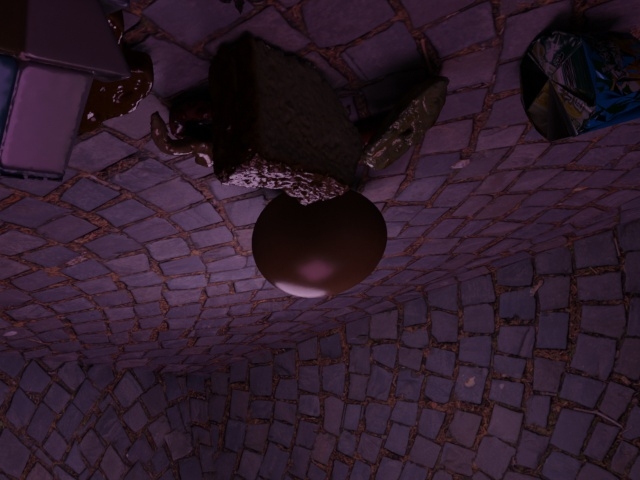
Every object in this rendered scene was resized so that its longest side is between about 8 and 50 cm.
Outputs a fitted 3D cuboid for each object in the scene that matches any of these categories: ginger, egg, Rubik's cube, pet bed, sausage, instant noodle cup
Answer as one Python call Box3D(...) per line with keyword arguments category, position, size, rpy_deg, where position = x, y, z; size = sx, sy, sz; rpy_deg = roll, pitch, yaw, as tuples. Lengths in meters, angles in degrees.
Box3D(category="ginger", position=(-0.249, -0.183, 1.394), size=(0.089, 0.075, 0.288), rpy_deg=(0, 167, 35))
Box3D(category="egg", position=(0.000, 0.000, 1.802), size=(0.374, 0.301, 0.301), rpy_deg=(-3, 157, -29))
Box3D(category="Rubik's cube", position=(-0.451, -0.266, 0.856), size=(0.387, 0.368, 0.358), rpy_deg=(2, -176, -43))
Box3D(category="pet bed", position=(-0.220, -0.235, 1.410), size=(0.201, 0.053, 0.201), rpy_deg=(4, 161, 1))
Box3D(category="sausage", position=(0.133, -0.245, 1.583), size=(0.194, 0.077, 0.077), rpy_deg=(-17, 157, 8))
Box3D(category="instant noodle cup", position=(0.558, -0.333, 1.418), size=(0.178, 0.240, 0.240), rpy_deg=(-14, 159, -18))

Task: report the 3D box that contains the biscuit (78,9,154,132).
Box3D(category="biscuit", position=(-0.466, -0.297, 1.154), size=(0.381, 0.074, 0.359), rpy_deg=(-29, 154, 31))

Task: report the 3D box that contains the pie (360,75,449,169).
Box3D(category="pie", position=(0.184, -0.250, 1.443), size=(0.248, 0.090, 0.201), rpy_deg=(-48, -178, 11))

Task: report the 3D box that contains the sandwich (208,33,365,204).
Box3D(category="sandwich", position=(-0.060, -0.213, 1.314), size=(0.131, 0.262, 0.325), rpy_deg=(-24, 155, 39))

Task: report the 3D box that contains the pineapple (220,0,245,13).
Box3D(category="pineapple", position=(-0.130, -0.438, 0.875), size=(0.175, 0.175, 0.361), rpy_deg=(-10, 161, -5))
